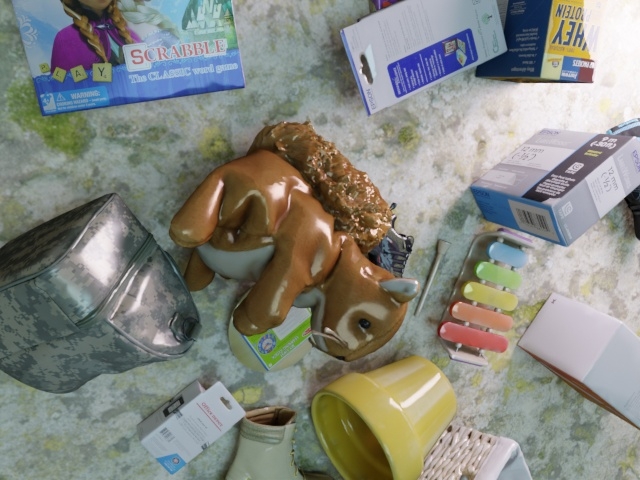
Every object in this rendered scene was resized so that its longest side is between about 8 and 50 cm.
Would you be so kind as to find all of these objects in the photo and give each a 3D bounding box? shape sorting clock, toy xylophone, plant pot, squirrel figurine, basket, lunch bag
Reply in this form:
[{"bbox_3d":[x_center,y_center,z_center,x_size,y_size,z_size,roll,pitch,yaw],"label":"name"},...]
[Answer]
[{"bbox_3d":[-0.087,0.166,1.179,0.206,0.040,0.206,-6,104,-26],"label":"shape sorting clock"},{"bbox_3d":[0.347,0.121,1.337,0.236,0.081,0.323,9,99,-25],"label":"toy xylophone"},{"bbox_3d":[0.148,0.369,1.239,0.239,0.254,0.254,-26,113,-33],"label":"plant pot"},{"bbox_3d":[0.000,0.000,1.006,0.370,0.281,0.397,29,60,4],"label":"squirrel figurine"},{"bbox_3d":[0.280,0.613,1.269,0.328,0.266,0.331,-42,121,-33],"label":"basket"},{"bbox_3d":[-0.362,0.106,0.900,0.305,0.213,0.256,-20,119,27],"label":"lunch bag"}]

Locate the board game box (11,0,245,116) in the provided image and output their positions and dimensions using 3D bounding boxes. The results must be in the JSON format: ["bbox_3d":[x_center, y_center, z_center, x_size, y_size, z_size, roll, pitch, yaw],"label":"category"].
[{"bbox_3d":[-0.296,-0.372,0.899,0.318,0.066,0.318,-11,108,-9],"label":"board game box"}]

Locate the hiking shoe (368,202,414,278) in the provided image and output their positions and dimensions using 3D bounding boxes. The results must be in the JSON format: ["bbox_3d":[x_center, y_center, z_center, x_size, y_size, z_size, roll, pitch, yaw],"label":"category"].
[{"bbox_3d":[0.155,0.039,1.228,0.114,0.086,0.227,-26,112,-12],"label":"hiking shoe"}]

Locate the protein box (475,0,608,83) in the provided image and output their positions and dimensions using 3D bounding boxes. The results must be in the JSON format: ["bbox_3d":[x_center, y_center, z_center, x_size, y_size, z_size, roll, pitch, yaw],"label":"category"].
[{"bbox_3d":[0.431,-0.418,1.166,0.135,0.200,0.201,-2,105,-23],"label":"protein box"}]

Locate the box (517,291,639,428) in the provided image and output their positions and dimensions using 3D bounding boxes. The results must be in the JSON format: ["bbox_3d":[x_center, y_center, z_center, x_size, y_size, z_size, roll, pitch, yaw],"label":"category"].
[{"bbox_3d":[0.700,0.308,1.467,0.345,0.215,0.168,36,88,-27],"label":"box"}]

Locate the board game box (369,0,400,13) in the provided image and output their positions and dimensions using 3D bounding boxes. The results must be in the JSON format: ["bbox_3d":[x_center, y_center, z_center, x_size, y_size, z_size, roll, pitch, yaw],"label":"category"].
[{"bbox_3d":[0.184,-0.539,1.113,0.208,0.056,0.347,-11,108,-17],"label":"board game box"}]

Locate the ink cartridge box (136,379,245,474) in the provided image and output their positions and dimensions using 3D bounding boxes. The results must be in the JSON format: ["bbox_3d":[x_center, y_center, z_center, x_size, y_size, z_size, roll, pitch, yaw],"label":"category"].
[{"bbox_3d":[-0.248,0.349,1.145,0.180,0.060,0.104,-37,114,-11],"label":"ink cartridge box"}]

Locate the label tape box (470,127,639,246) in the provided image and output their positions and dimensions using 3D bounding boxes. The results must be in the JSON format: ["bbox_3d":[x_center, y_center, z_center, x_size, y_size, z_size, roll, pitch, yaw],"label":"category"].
[{"bbox_3d":[0.534,-0.156,1.252,0.347,0.249,0.115,-39,116,-10],"label":"label tape box"}]

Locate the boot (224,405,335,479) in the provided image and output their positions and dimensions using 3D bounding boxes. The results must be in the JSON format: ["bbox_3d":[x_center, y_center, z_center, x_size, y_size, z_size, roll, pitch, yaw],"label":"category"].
[{"bbox_3d":[-0.064,0.456,1.240,0.261,0.095,0.204,11,98,-22],"label":"boot"}]

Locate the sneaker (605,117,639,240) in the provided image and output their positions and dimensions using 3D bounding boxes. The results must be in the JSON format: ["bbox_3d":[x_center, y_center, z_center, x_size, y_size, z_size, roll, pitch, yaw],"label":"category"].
[{"bbox_3d":[0.778,-0.142,1.459,0.139,0.125,0.341,-12,114,8],"label":"sneaker"}]

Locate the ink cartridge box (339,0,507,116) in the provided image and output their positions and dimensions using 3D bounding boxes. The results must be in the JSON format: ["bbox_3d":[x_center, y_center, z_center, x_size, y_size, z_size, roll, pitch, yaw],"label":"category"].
[{"bbox_3d":[0.186,-0.370,1.100,0.332,0.065,0.165,-27,113,-17],"label":"ink cartridge box"}]
